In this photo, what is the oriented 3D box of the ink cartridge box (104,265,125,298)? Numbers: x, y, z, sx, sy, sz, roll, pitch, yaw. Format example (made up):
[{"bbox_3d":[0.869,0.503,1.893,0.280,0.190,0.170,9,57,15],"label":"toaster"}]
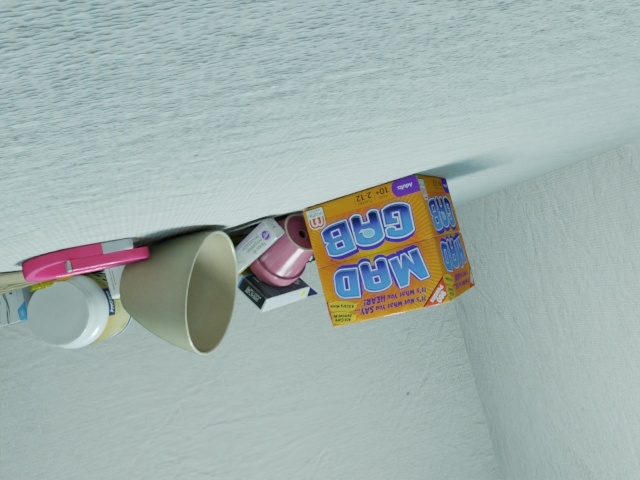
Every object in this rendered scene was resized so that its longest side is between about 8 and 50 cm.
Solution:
[{"bbox_3d":[-0.499,0.090,1.898,0.273,0.114,0.198,-14,177,-13],"label":"ink cartridge box"}]

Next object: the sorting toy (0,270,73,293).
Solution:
[{"bbox_3d":[-0.816,0.115,1.630,0.229,0.041,0.307,-20,176,18],"label":"sorting toy"}]

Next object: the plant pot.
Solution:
[{"bbox_3d":[-0.103,0.015,1.903,0.201,0.201,0.180,-12,160,-45],"label":"plant pot"}]

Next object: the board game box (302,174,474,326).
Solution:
[{"bbox_3d":[0.217,0.026,1.883,0.356,0.356,0.356,-16,177,24],"label":"board game box"}]

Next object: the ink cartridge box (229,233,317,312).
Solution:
[{"bbox_3d":[-0.188,0.091,2.035,0.307,0.304,0.072,-14,137,-54],"label":"ink cartridge box"}]

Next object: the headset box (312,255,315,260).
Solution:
[{"bbox_3d":[0.000,0.000,2.362,0.246,0.131,0.283,-17,180,30],"label":"headset box"}]

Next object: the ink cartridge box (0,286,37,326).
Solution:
[{"bbox_3d":[-0.970,0.211,1.964,0.180,0.104,0.060,-16,177,24],"label":"ink cartridge box"}]

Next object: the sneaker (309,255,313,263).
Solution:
[{"bbox_3d":[-0.018,-0.004,2.124,0.235,0.153,0.094,-15,178,1],"label":"sneaker"}]

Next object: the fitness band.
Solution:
[{"bbox_3d":[-0.554,0.050,1.491,0.291,0.054,0.209,-11,176,-38],"label":"fitness band"}]

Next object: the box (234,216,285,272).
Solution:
[{"bbox_3d":[-0.241,0.057,1.840,0.324,0.063,0.067,-41,179,24],"label":"box"}]

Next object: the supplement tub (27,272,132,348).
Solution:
[{"bbox_3d":[-0.750,0.218,1.971,0.228,0.228,0.316,-15,177,4],"label":"supplement tub"}]

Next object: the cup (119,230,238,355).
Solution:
[{"bbox_3d":[-0.393,0.130,1.683,0.237,0.331,0.331,4,-178,15],"label":"cup"}]
